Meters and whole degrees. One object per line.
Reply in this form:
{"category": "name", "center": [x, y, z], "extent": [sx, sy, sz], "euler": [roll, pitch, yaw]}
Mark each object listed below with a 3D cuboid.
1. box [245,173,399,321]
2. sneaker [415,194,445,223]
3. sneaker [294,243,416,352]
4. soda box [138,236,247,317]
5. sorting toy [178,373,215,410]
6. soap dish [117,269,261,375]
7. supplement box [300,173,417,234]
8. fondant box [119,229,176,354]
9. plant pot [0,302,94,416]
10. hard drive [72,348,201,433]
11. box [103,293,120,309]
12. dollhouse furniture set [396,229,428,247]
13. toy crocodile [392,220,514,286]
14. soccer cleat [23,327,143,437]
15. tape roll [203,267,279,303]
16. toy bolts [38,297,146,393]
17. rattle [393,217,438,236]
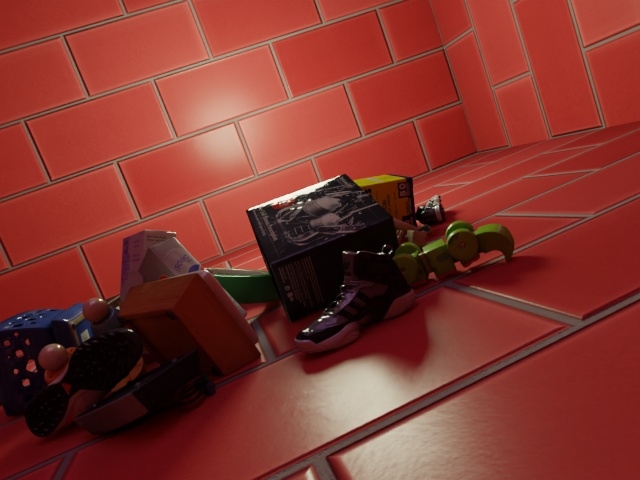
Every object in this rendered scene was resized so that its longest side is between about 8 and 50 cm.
{"category": "box", "center": [0.000, 0.000, 1.324], "extent": [0.312, 0.179, 0.343], "euler": [-21, 30, -9]}
{"category": "sneaker", "center": [0.392, -0.108, 1.816], "extent": [0.106, 0.078, 0.234], "euler": [-16, 11, 16]}
{"category": "sneaker", "center": [0.051, 0.104, 0.980], "extent": [0.268, 0.153, 0.101], "euler": [-24, 8, -20]}
{"category": "soda box", "center": [-0.324, 0.130, 1.267], "extent": [0.098, 0.286, 0.091], "euler": [-53, -13, 33]}
{"category": "sorting toy", "center": [-0.233, 0.276, 0.947], "extent": [0.061, 0.042, 0.102], "euler": [-19, 8, 9]}
{"category": "soap dish", "center": [-0.295, 0.189, 1.097], "extent": [0.290, 0.229, 0.118], "euler": [-13, 28, 43]}
{"category": "supplement box", "center": [0.130, -0.104, 1.746], "extent": [0.356, 0.194, 0.195], "euler": [-12, 13, -12]}
{"category": "fondant box", "center": [-0.499, 0.147, 1.435], "extent": [0.096, 0.331, 0.238], "euler": [6, -9, -34]}
{"category": "plant pot", "center": [-0.743, 0.308, 1.391], "extent": [0.211, 0.236, 0.236], "euler": [-14, 7, -6]}
{"category": "hard drive", "center": [-0.342, 0.290, 0.947], "extent": [0.254, 0.054, 0.172], "euler": [-30, 0, 39]}
{"category": "box", "center": [-0.706, 0.291, 1.586], "extent": [0.203, 0.169, 0.167], "euler": [-20, 8, 1]}
{"category": "dollhouse furniture set", "center": [0.215, 0.016, 1.517], "extent": [0.160, 0.101, 0.182], "euler": [3, 4, -10]}
{"category": "toy crocodile", "center": [0.257, 0.043, 1.123], "extent": [0.340, 0.105, 0.115], "euler": [-23, 7, 16]}
{"category": "soccer cleat", "center": [-0.470, 0.283, 1.041], "extent": [0.318, 0.109, 0.116], "euler": [-42, -11, 13]}
{"category": "tape roll", "center": [-0.278, 0.128, 1.482], "extent": [0.320, 0.077, 0.321], "euler": [4, 0, 0]}
{"category": "toy bolts", "center": [-0.518, 0.245, 1.184], "extent": [0.218, 0.159, 0.229], "euler": [-12, 38, 22]}
{"category": "rattle", "center": [0.254, -0.003, 1.593], "extent": [0.199, 0.143, 0.130], "euler": [23, -15, 21]}
